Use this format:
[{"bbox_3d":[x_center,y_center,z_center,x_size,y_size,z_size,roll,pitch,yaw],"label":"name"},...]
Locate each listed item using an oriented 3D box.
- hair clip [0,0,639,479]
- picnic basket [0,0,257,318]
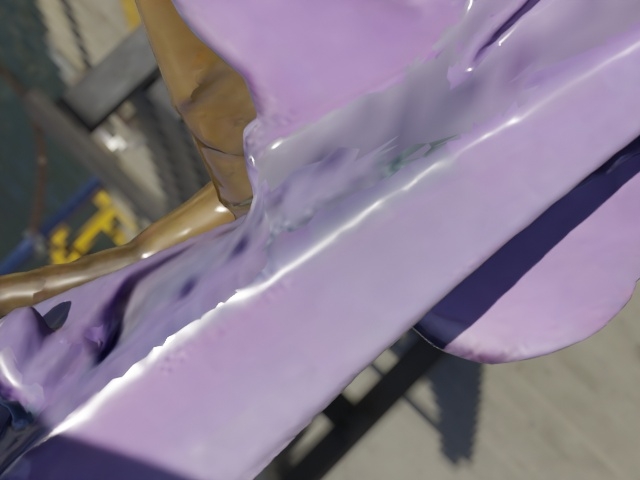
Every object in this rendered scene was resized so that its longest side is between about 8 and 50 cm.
[{"bbox_3d":[-0.003,-0.003,0.448,0.137,0.278,0.090,47,-167,-15],"label":"hair clip"},{"bbox_3d":[-0.087,-0.124,0.637,0.337,0.337,0.293,171,79,-74],"label":"picnic basket"}]
